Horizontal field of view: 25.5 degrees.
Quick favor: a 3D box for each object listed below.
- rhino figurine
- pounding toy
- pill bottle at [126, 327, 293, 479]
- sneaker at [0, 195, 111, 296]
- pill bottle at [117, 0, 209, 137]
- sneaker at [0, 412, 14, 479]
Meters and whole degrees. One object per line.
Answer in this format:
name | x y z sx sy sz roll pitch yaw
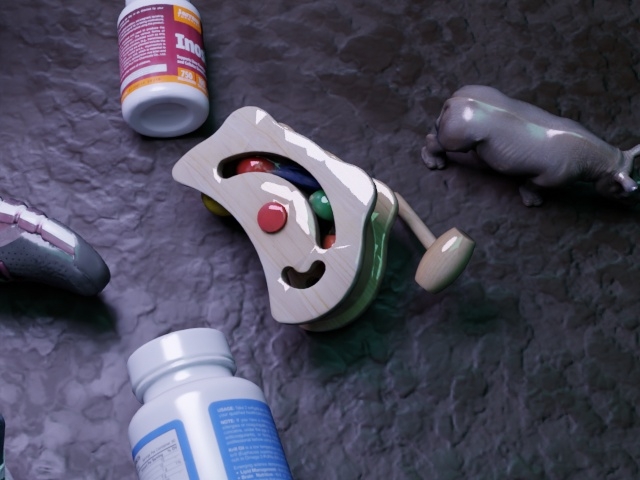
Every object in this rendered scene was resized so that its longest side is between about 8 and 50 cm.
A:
rhino figurine | 0.221 -0.081 1.358 0.243 0.106 0.073 19 63 6
pounding toy | 0.000 0.000 1.321 0.269 0.155 0.154 33 93 22
pill bottle | -0.090 0.190 1.183 0.124 0.124 0.221 -14 65 -11
sneaker | -0.338 0.034 1.269 0.281 0.106 0.162 21 68 17
pill bottle | -0.157 -0.185 1.395 0.086 0.086 0.152 -4 63 -7
sneaker | -0.282 0.200 1.130 0.094 0.153 0.235 -24 81 -18
